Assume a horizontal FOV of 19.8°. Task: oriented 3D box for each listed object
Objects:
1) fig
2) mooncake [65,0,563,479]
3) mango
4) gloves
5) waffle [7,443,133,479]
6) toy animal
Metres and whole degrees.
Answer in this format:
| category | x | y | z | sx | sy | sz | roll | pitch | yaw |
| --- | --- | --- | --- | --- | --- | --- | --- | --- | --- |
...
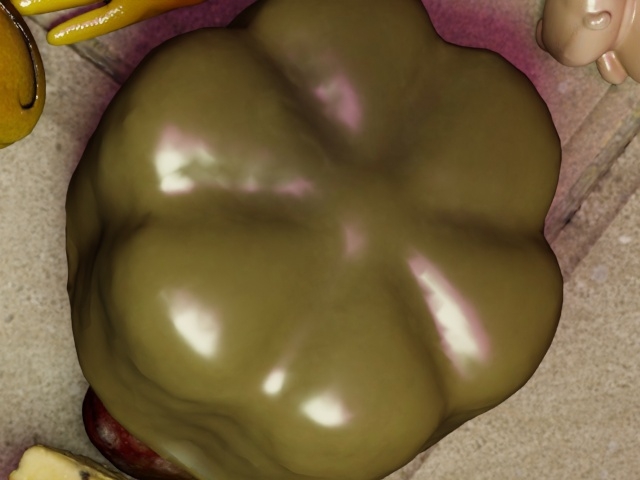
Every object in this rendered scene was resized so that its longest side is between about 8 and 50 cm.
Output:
| category | x | y | z | sx | sy | sz | roll | pitch | yaw |
| --- | --- | --- | --- | --- | --- | --- | --- | --- | --- |
| fig | -0.123 | 0.186 | 1.817 | 0.145 | 0.170 | 0.274 | -17 | 131 | 30 |
| mooncake | 0.000 | 0.000 | 1.659 | 0.467 | 0.262 | 0.467 | 7 | 71 | -22 |
| mango | -0.358 | -0.175 | 1.683 | 0.236 | 0.136 | 0.166 | 41 | 89 | -22 |
| gloves | -0.164 | -0.267 | 1.726 | 0.294 | 0.116 | 0.133 | -11 | 98 | -2 |
| waffle | -0.103 | 0.327 | 1.716 | 0.376 | 0.261 | 0.114 | 26 | 81 | 15 |
| toy animal | 0.323 | -0.230 | 1.806 | 0.197 | 0.171 | 0.171 | 10 | 101 | -6 |
